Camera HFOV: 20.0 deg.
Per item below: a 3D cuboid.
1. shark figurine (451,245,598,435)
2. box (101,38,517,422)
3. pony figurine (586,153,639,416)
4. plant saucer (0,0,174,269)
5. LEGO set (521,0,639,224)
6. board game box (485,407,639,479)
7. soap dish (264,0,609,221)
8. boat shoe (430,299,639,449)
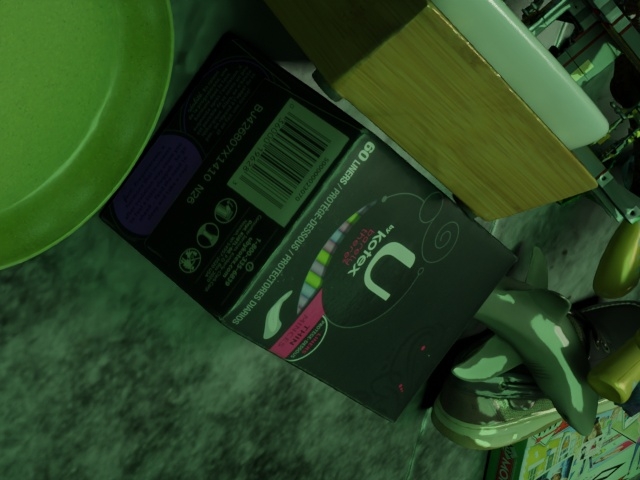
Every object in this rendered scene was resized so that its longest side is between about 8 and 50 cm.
[{"bbox_3d":[0.151,0.063,1.558,0.278,0.116,0.166,15,75,-30],"label":"shark figurine"},{"bbox_3d":[0.000,0.000,1.313,0.165,0.143,0.270,-53,146,2],"label":"box"},{"bbox_3d":[0.382,0.010,1.619,0.363,0.303,0.351,-56,144,-20],"label":"pony figurine"},{"bbox_3d":[-0.193,-0.092,1.106,0.241,0.037,0.241,-30,138,-32],"label":"plant saucer"},{"bbox_3d":[0.253,-0.176,1.439,0.331,0.255,0.192,-39,102,10],"label":"LEGO set"},{"bbox_3d":[0.295,0.180,1.896,0.317,0.046,0.213,-24,135,-37],"label":"board game box"},{"bbox_3d":[0.055,-0.146,1.208,0.118,0.229,0.291,-41,146,8],"label":"soap dish"},{"bbox_3d":[0.226,0.110,1.712,0.285,0.103,0.092,-18,136,-33],"label":"boat shoe"}]
